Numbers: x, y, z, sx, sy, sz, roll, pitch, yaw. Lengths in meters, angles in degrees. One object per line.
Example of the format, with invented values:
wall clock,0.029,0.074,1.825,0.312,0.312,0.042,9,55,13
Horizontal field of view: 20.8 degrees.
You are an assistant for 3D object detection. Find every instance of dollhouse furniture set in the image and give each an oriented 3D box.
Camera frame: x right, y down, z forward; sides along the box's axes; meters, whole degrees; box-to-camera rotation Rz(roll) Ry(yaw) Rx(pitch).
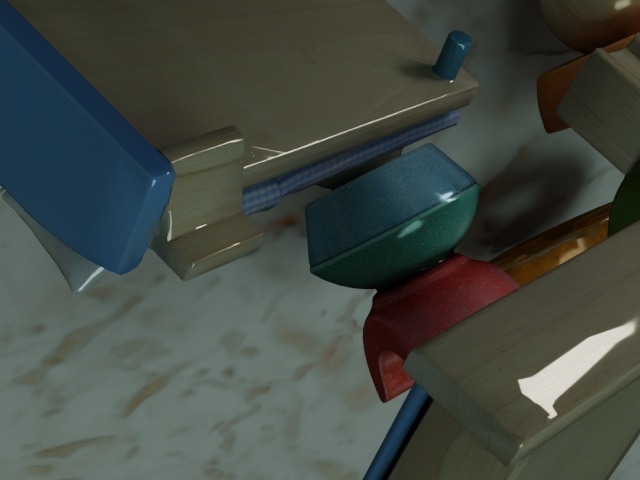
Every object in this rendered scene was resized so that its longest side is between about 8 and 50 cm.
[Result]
dollhouse furniture set,0.000,0.000,0.711,0.286,0.303,0.198,-25,150,-44

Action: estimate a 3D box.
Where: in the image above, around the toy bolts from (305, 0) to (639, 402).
toy bolts,0.081,-0.037,0.852,0.228,0.158,0.218,-27,-178,-24
